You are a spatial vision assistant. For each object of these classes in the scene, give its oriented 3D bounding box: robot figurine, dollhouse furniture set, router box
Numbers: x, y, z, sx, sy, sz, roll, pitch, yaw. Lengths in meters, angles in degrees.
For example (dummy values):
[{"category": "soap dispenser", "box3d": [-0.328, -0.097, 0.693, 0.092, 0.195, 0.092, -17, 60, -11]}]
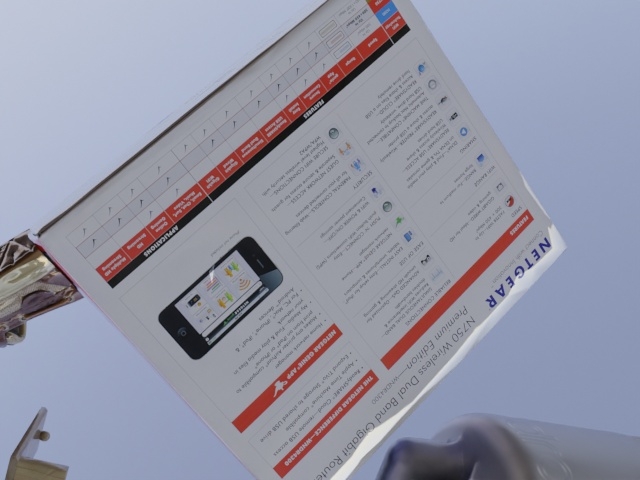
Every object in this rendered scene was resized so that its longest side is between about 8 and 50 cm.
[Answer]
[{"category": "robot figurine", "box3d": [0.213, 0.266, 0.703, 0.300, 0.353, 0.200, -122, -131, -60]}, {"category": "dollhouse furniture set", "box3d": [-0.267, 0.291, 0.881, 0.151, 0.123, 0.144, 16, -80, -9]}, {"category": "router box", "box3d": [0.000, 0.000, 0.640, 0.335, 0.301, 0.082, -42, -161, -16]}]

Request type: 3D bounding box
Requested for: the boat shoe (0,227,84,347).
[{"category": "boat shoe", "box3d": [-0.441, 0.099, 1.051, 0.342, 0.123, 0.123, -29, -148, 15]}]
